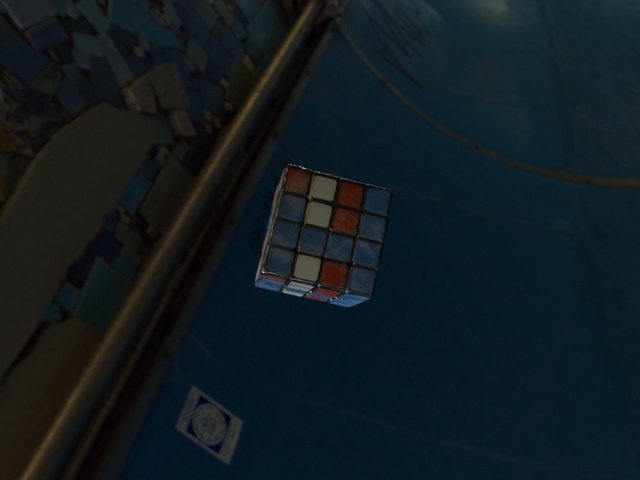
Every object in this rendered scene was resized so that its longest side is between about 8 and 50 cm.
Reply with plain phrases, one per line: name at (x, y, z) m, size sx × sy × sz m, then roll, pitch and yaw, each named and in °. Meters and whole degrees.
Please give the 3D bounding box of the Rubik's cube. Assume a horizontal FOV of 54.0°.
Rubik's cube at (0.000, 0.000, 0.534) m, size 0.092 × 0.092 × 0.092 m, roll 133°, pitch -31°, yaw -76°
